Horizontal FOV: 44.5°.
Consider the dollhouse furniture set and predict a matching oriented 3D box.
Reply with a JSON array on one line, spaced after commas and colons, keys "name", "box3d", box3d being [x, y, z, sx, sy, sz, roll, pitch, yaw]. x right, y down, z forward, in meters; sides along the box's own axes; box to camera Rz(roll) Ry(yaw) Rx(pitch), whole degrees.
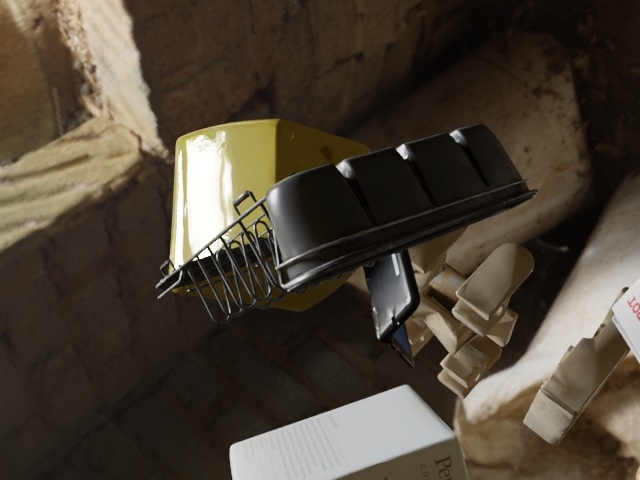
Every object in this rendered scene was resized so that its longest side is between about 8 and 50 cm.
[{"name": "dollhouse furniture set", "box3d": [0.346, 0.129, 1.415, 0.394, 0.256, 0.362, 37, 156, 23]}]

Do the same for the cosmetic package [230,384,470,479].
[{"name": "cosmetic package", "box3d": [0.068, 0.516, 1.454, 0.327, 0.394, 0.329, -149, 41, -80]}]

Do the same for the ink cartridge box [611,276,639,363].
[{"name": "ink cartridge box", "box3d": [0.338, 0.035, 0.594, 0.086, 0.148, 0.203, 28, 114, -12]}]

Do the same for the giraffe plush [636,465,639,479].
[{"name": "giraffe plush", "box3d": [0.516, 0.307, 0.959, 0.170, 0.182, 0.210, 140, 136, -63]}]

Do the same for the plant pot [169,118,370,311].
[{"name": "plant pot", "box3d": [-0.047, -0.042, 0.981, 0.187, 0.212, 0.212, -22, 63, 49]}]

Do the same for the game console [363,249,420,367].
[{"name": "game console", "box3d": [0.091, 0.057, 0.852, 0.107, 0.071, 0.122, -54, 32, 38]}]

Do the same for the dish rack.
[{"name": "dish rack", "box3d": [0.000, 0.000, 0.593, 0.271, 0.208, 0.074, -31, 79, 54]}]
